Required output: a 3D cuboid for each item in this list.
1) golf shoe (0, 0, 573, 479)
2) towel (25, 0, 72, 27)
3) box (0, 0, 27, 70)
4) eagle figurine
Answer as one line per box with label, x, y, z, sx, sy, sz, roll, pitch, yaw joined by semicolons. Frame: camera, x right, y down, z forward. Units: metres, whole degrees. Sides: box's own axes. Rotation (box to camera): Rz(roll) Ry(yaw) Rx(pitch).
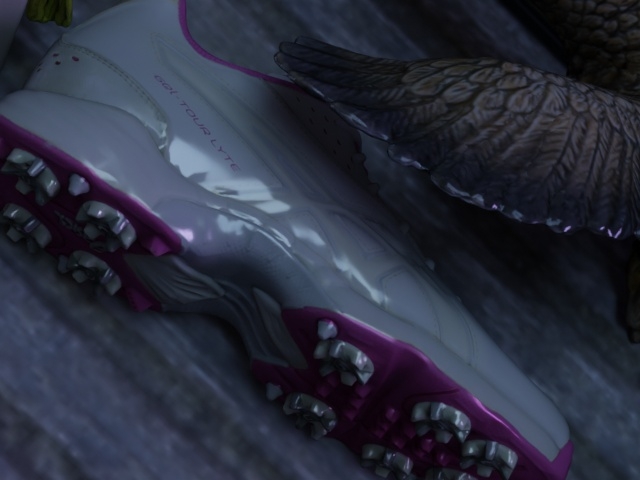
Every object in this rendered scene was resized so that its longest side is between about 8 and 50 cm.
golf shoe;0.000;0.000;0.617;0.306;0.115;0.140;36;59;-10
towel;-0.098;-0.216;0.627;0.021;0.102;0.237;14;55;-15
box;-0.172;-0.179;0.532;0.127;0.232;0.148;-1;72;-23
eagle figurine;0.133;-0.072;0.639;0.225;0.298;0.226;-34;48;8
